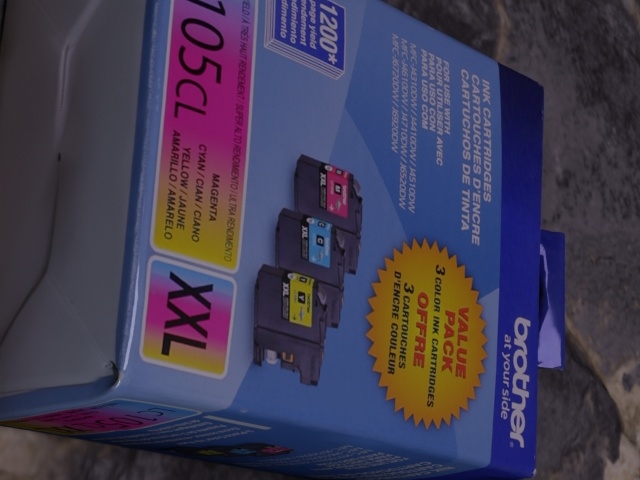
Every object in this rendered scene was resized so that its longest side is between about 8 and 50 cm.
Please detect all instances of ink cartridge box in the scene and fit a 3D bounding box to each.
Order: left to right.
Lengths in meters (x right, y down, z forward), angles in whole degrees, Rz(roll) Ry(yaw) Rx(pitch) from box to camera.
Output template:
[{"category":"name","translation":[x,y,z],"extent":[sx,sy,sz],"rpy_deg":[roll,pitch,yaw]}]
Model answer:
[{"category":"ink cartridge box","translation":[0.000,0.000,0.887],"extent":[0.395,0.151,0.270],"rpy_deg":[19,68,-45]}]
